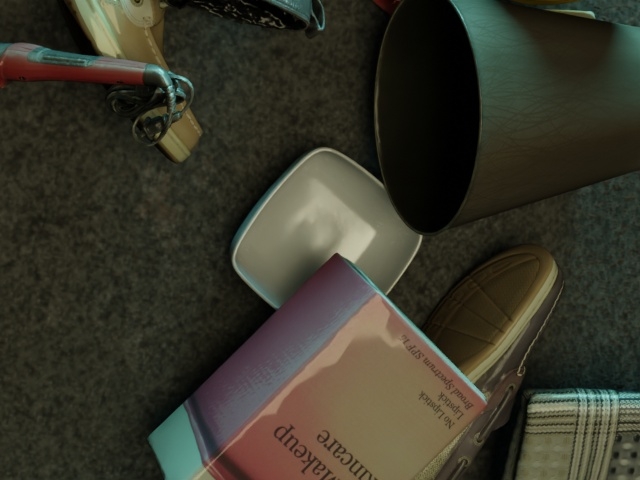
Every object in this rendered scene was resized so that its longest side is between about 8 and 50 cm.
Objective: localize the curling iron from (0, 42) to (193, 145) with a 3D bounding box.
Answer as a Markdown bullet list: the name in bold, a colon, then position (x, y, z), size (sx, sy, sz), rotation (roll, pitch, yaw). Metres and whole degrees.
- **curling iron**: position (-0.229, -0.122, 1.182), size (0.274, 0.035, 0.068), rotation (10, 124, 11)

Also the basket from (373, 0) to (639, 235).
- **basket**: position (0.181, -0.117, 1.324), size (0.227, 0.154, 0.204), rotation (-7, 105, -30)

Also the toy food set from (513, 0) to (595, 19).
- **toy food set**: position (0.205, -0.259, 1.315), size (0.128, 0.218, 0.071), rotation (-3, 72, -12)

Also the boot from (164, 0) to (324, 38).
- **boot**: position (-0.095, -0.289, 1.193), size (0.263, 0.091, 0.229), rotation (18, 71, -24)

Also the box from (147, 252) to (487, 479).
- **box**: position (-0.005, 0.150, 1.286), size (0.232, 0.127, 0.148), rotation (-45, 111, 0)

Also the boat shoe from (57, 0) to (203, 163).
- **boat shoe**: position (-0.160, -0.205, 1.225), size (0.098, 0.109, 0.302), rotation (-31, 104, -10)

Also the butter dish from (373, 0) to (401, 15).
- **butter dish**: position (0.079, -0.269, 1.274), size (0.160, 0.118, 0.160), rotation (40, 102, -22)

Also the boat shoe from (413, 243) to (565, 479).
- **boat shoe**: position (0.130, 0.134, 1.401), size (0.092, 0.103, 0.285), rotation (37, 87, -32)

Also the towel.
- **towel**: position (0.309, 0.289, 1.453), size (0.312, 0.056, 0.324), rotation (4, 114, -10)

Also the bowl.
- **bowl**: position (0.000, 0.000, 1.349), size (0.142, 0.053, 0.142), rotation (41, 87, -22)
